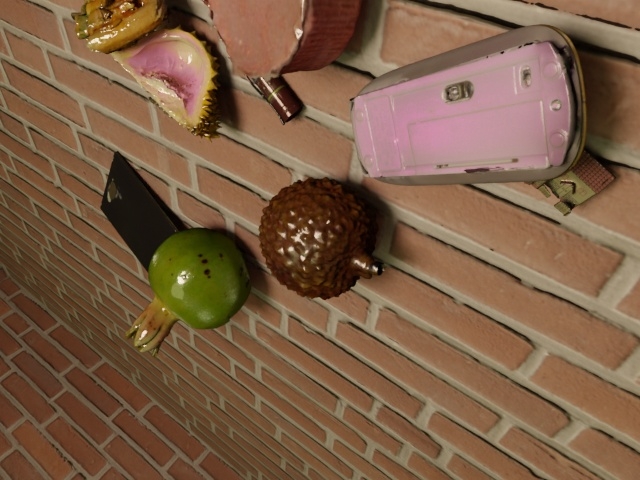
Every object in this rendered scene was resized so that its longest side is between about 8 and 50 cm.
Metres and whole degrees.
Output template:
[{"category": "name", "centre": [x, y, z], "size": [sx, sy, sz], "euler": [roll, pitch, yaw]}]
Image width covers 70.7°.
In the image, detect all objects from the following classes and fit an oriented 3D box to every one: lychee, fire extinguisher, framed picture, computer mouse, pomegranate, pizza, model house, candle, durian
[{"category": "lychee", "centre": [0.000, 0.000, 0.714], "size": [0.238, 0.200, 0.200], "euler": [32, 139, 38]}, {"category": "fire extinguisher", "centre": [-0.081, -0.248, 0.705], "size": [0.132, 0.039, 0.056], "euler": [52, 131, -4]}, {"category": "framed picture", "centre": [-0.471, -0.038, 1.187], "size": [0.323, 0.013, 0.244], "euler": [51, 133, 10]}, {"category": "computer mouse", "centre": [0.153, -0.140, 0.530], "size": [0.311, 0.072, 0.158], "euler": [6, 114, 54]}, {"category": "pomegranate", "centre": [-0.295, 0.111, 0.986], "size": [0.236, 0.302, 0.236], "euler": [45, 165, 16]}, {"category": "pizza", "centre": [-0.313, -0.398, 0.706], "size": [0.147, 0.226, 0.069], "euler": [-8, 160, 13]}, {"category": "model house", "centre": [0.274, -0.078, 0.507], "size": [0.083, 0.057, 0.058], "euler": [46, 145, 5]}, {"category": "candle", "centre": [-0.060, -0.368, 0.526], "size": [0.287, 0.132, 0.316], "euler": [31, 128, 29]}, {"category": "durian", "centre": [-0.244, -0.265, 0.766], "size": [0.183, 0.132, 0.165], "euler": [22, 142, 23]}]

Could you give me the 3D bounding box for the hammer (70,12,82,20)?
[{"category": "hammer", "centre": [-0.441, -0.439, 0.891], "size": [0.182, 0.017, 0.062], "euler": [18, 132, 33]}]
